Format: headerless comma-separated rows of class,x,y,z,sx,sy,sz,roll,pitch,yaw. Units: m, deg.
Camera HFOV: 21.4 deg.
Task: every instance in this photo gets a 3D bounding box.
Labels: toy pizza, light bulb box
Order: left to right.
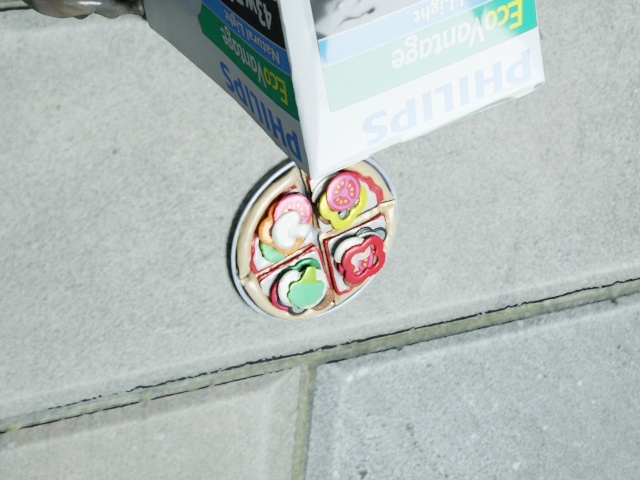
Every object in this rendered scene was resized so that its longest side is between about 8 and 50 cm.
light bulb box,-0.017,-0.303,1.372,0.225,0.358,0.361,-23,125,-17
toy pizza,0.000,0.000,1.772,0.201,0.032,0.201,-16,124,-25

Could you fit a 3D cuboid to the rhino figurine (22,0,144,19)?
rhino figurine,-0.225,-0.293,1.426,0.106,0.073,0.243,-12,124,0
